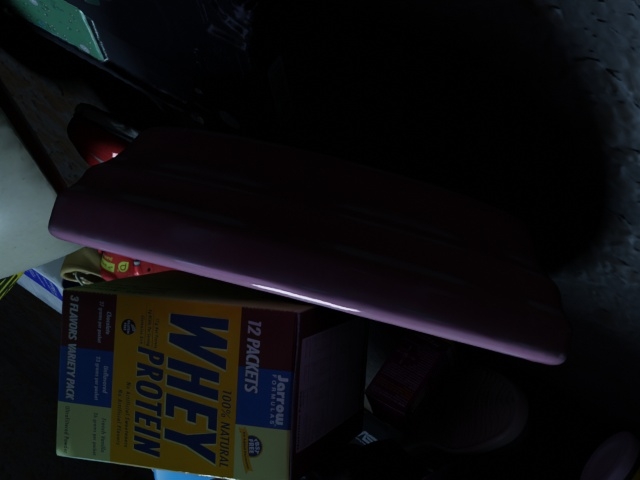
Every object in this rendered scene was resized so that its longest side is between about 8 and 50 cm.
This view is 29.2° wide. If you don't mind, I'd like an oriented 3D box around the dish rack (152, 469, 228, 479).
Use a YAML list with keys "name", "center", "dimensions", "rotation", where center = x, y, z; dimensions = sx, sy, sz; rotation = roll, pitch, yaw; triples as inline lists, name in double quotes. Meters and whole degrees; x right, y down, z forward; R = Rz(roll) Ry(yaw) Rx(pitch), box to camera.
- name: "dish rack"
  center: [-0.132, 0.345, 1.874]
  dimensions: [0.285, 0.072, 0.333]
  rotation: [40, -175, -12]

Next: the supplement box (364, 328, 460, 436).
- name: "supplement box"
  center: [0.081, 0.119, 1.075]
  dimensions: [0.043, 0.083, 0.055]
  rotation: [27, 158, 25]

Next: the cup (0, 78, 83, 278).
- name: "cup"
  center: [-0.370, -0.078, 0.996]
  dimensions: [0.331, 0.237, 0.331]
  rotation: [56, 174, 9]

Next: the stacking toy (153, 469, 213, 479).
- name: "stacking toy"
  center: [-0.200, 0.164, 1.628]
  dimensions: [0.302, 0.175, 0.166]
  rotation: [43, 141, 44]

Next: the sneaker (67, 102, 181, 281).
- name: "sneaker"
  center: [-0.164, -0.015, 1.135]
  dimensions: [0.107, 0.118, 0.279]
  rotation: [25, 158, 30]

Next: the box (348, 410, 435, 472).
- name: "box"
  center: [0.125, 0.325, 1.532]
  dimensions: [0.270, 0.060, 0.216]
  rotation: [35, 161, 3]

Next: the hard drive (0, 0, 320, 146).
- name: "hard drive"
  center: [-0.161, -0.200, 0.774]
  dimensions: [0.339, 0.064, 0.237]
  rotation: [29, 160, 20]

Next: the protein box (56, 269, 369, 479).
- name: "protein box"
  center: [-0.082, 0.106, 1.027]
  dimensions: [0.199, 0.136, 0.201]
  rotation: [4, -176, 17]

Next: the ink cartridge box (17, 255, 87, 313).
- name: "ink cartridge box"
  center: [-0.434, 0.014, 1.769]
  dimensions: [0.371, 0.069, 0.176]
  rotation: [34, 161, 16]

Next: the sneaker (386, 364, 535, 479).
- name: "sneaker"
  center: [0.159, 0.176, 1.113]
  dimensions: [0.118, 0.083, 0.222]
  rotation: [25, 161, -15]

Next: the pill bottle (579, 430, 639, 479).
- name: "pill bottle"
  center: [0.271, 0.212, 0.987]
  dimensions: [0.116, 0.065, 0.065]
  rotation: [38, 162, -6]

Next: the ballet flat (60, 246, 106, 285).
- name: "ballet flat"
  center: [-0.224, 0.075, 1.531]
  dimensions: [0.232, 0.073, 0.080]
  rotation: [30, 161, 18]

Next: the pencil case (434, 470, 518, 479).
- name: "pencil case"
  center: [0.228, 0.307, 1.213]
  dimensions: [0.133, 0.119, 0.306]
  rotation: [38, 164, -32]

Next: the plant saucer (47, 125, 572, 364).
- name: "plant saucer"
  center: [0.000, 0.000, 0.779]
  dimensions: [0.332, 0.084, 0.332]
  rotation: [14, 176, 1]

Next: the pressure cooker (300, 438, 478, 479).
- name: "pressure cooker"
  center: [0.054, 0.402, 1.067]
  dimensions: [0.420, 0.370, 0.375]
  rotation: [44, 166, 25]

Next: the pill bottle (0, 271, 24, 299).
- name: "pill bottle"
  center: [-0.400, 0.004, 1.460]
  dimensions: [0.119, 0.208, 0.119]
  rotation: [33, 161, 13]
